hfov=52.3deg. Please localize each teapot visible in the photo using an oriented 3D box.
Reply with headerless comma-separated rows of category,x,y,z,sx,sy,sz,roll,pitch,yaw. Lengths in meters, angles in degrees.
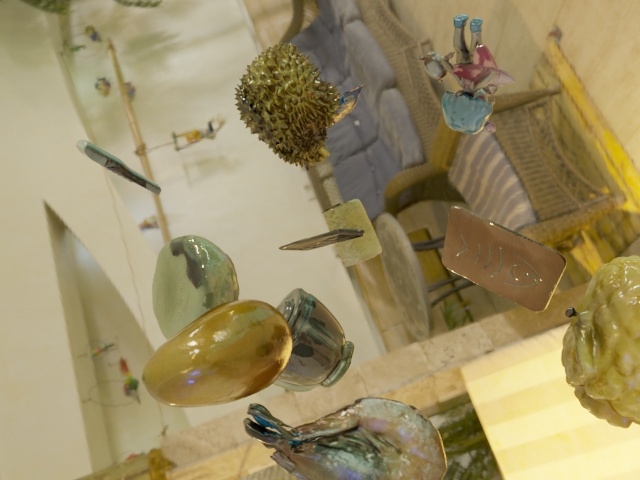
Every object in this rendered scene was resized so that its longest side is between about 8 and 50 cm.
teapot,-0.058,0.312,1.738,0.239,0.322,0.239,35,-164,-12

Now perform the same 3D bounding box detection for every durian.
durian,-0.080,-0.325,1.587,0.293,0.258,0.258,58,-176,-42

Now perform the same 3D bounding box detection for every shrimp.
shrimp,0.056,0.426,1.370,0.110,0.445,0.221,138,147,-79

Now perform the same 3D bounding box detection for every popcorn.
popcorn,0.667,0.216,1.309,0.349,0.381,0.349,20,-90,-78

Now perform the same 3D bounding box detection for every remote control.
remote control,-0.373,-0.135,1.215,0.166,0.029,0.065,31,176,-36

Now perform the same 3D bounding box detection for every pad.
pad,0.425,0.050,1.555,0.283,0.018,0.287,28,156,21

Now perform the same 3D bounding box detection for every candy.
candy,0.062,-0.340,1.656,0.038,0.088,0.136,43,135,7

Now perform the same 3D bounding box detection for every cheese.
cheese,0.087,-0.022,1.766,0.093,0.123,0.167,-26,85,49

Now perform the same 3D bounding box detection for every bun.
bun,-0.287,0.124,1.599,0.283,0.179,0.284,-4,85,50

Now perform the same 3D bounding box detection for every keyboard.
keyboard,0.000,-0.001,1.657,0.262,0.106,0.016,-15,75,52

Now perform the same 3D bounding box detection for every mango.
mango,-0.171,0.201,1.145,0.317,0.211,0.173,-10,-107,-63

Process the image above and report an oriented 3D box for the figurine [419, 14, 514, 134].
figurine,0.284,-0.337,1.346,0.205,0.103,0.260,18,143,28
